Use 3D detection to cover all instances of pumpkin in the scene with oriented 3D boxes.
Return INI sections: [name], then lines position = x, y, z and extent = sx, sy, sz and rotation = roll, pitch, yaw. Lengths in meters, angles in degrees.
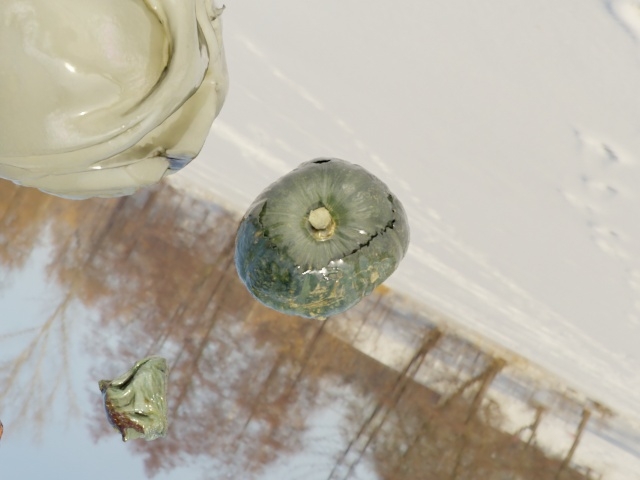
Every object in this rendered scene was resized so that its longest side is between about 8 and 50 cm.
[pumpkin]
position = 0.000, 0.000, 1.750
extent = 0.291, 0.328, 0.257
rotation = 37, 161, 11

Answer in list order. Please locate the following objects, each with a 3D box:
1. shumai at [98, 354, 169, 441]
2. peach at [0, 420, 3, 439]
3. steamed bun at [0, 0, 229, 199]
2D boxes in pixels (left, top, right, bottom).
[shumai]
position = -0.376, 0.320, 1.869
extent = 0.142, 0.184, 0.184
rotation = 2, -177, -10
[peach]
position = -0.485, 0.266, 1.265
extent = 0.101, 0.101, 0.101
rotation = 28, 178, 1
[steamed bun]
position = -0.263, -0.173, 1.072
extent = 0.342, 0.255, 0.368
rotation = -12, 177, 0
